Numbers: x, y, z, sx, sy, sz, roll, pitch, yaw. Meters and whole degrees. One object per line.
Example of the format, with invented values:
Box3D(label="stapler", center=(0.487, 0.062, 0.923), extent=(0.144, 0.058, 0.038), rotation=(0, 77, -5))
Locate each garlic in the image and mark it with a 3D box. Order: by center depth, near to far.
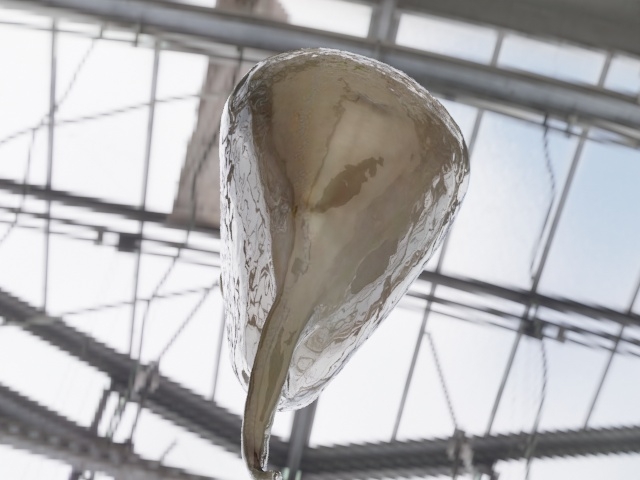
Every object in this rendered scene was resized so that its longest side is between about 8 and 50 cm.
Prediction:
Box3D(label="garlic", center=(-0.001, -0.003, 0.577), extent=(0.128, 0.148, 0.266), rotation=(-14, -179, 5))
